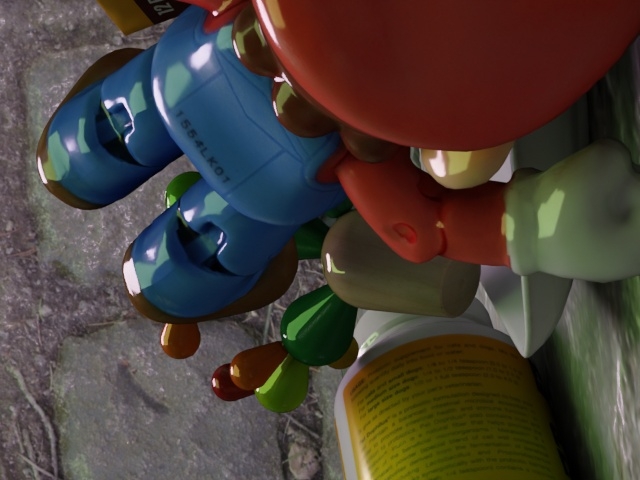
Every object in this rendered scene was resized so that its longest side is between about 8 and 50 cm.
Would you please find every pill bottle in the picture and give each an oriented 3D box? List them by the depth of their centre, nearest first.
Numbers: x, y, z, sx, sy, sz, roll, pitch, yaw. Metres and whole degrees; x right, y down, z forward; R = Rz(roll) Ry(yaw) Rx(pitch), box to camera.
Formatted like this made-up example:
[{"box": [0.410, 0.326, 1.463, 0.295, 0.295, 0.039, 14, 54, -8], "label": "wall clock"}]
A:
[{"box": [0.072, 0.125, 0.736, 0.215, 0.117, 0.117, -101, 4, -48], "label": "pill bottle"}]

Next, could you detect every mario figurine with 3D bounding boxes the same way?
[{"box": [0.020, -0.070, 0.521, 0.320, 0.198, 0.170, -28, 44, 56], "label": "mario figurine"}]

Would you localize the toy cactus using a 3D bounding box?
[{"box": [0.000, 0.000, 0.695, 0.112, 0.180, 0.219, -18, -62, -48], "label": "toy cactus"}]

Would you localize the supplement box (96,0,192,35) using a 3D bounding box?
[{"box": [-0.067, -0.259, 0.831, 0.129, 0.194, 0.191, 52, -156, -58], "label": "supplement box"}]

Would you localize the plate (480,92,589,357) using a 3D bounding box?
[{"box": [0.077, -0.124, 0.659, 0.278, 0.045, 0.277, -103, 7, -69], "label": "plate"}]

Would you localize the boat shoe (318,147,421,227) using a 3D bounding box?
[{"box": [0.002, -0.106, 0.770, 0.319, 0.099, 0.116, 84, 179, -57], "label": "boat shoe"}]
